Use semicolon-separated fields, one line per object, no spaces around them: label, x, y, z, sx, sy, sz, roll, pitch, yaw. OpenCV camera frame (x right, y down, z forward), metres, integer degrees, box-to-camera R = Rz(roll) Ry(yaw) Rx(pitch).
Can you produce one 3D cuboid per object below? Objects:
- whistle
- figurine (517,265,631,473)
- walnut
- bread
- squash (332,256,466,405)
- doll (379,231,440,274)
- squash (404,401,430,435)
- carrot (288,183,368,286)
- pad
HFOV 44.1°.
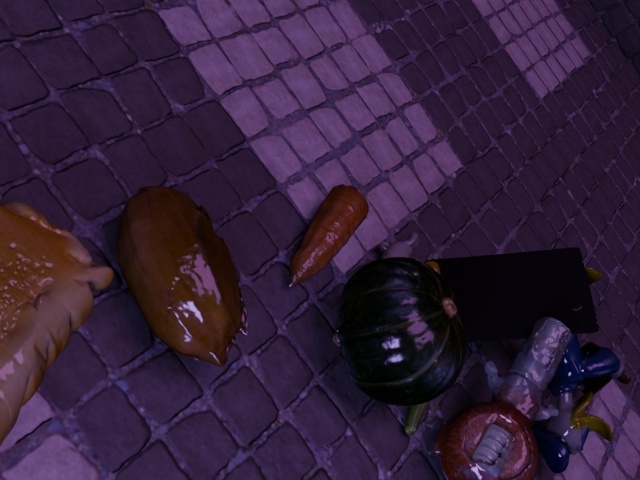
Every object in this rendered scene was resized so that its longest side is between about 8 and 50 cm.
whistle;0.278;0.263;1.171;0.346;0.142;0.133;-54;147;-24
figurine;0.415;0.238;1.377;0.283;0.205;0.338;31;59;-36
walnut;-0.167;0.041;0.935;0.137;0.137;0.245;-2;63;-45
bread;-0.338;0.094;0.733;0.173;0.121;0.311;39;44;-14
squash;0.112;0.126;1.109;0.218;0.172;0.218;29;41;-29
doll;0.138;0.045;1.274;0.135;0.071;0.113;-15;68;-43
squash;0.142;0.252;1.169;0.027;0.027;0.089;46;47;-11
carrot;0.000;0.000;1.172;0.072;0.072;0.205;47;48;-11
pad;0.315;0.092;1.317;0.009;0.265;0.159;78;8;-59
